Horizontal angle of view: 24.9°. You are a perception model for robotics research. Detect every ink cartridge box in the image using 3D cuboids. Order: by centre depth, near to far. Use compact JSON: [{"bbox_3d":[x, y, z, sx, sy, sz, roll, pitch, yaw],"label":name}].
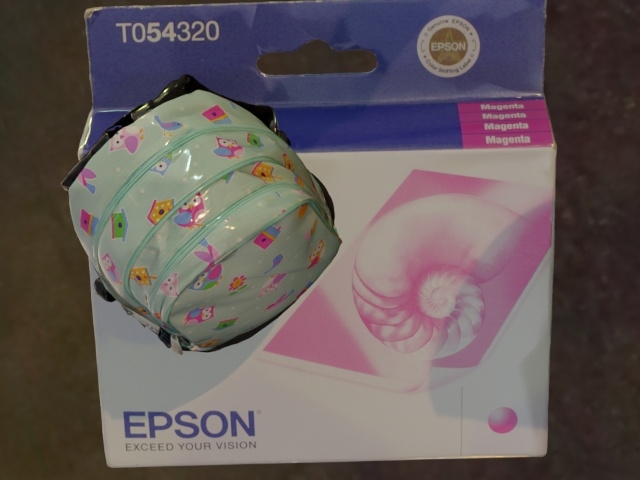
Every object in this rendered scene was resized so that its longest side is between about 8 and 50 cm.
[{"bbox_3d":[0.000,0.000,1.018,0.071,0.324,0.330,-88,-4,-70],"label":"ink cartridge box"}]

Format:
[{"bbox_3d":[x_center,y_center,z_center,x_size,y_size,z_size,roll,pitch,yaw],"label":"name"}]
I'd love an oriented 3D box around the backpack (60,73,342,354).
[{"bbox_3d":[-0.060,-0.011,0.794,0.115,0.152,0.182,42,175,18],"label":"backpack"}]
